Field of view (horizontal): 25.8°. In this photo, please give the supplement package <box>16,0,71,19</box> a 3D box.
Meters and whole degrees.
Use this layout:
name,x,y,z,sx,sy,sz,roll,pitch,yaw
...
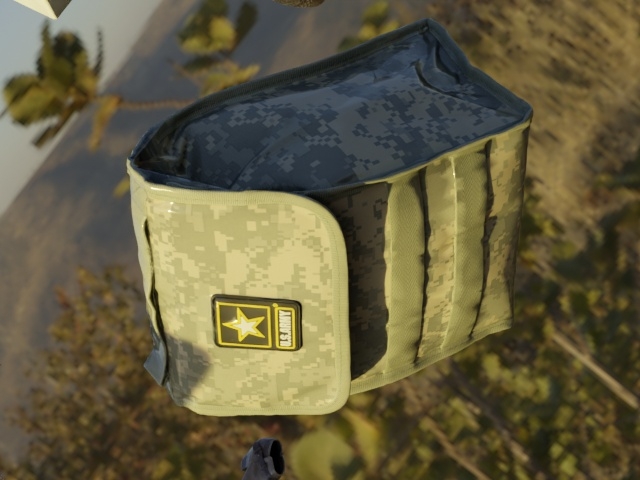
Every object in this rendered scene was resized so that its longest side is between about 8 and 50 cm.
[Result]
name,x,y,z,sx,sy,sz,roll,pitch,yaw
supplement package,-0.328,-0.437,1.591,0.262,0.199,0.198,-55,-25,-17

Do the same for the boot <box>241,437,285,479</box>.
name,x,y,z,sx,sy,sz,roll,pitch,yaw
boot,-0.081,0.340,1.986,0.087,0.042,0.118,-32,60,47

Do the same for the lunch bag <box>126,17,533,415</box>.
name,x,y,z,sx,sy,sz,roll,pitch,yaw
lunch bag,0.000,0.000,1.041,0.287,0.169,0.235,-22,-43,-20

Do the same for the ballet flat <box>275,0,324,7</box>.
name,x,y,z,sx,sy,sz,roll,pitch,yaw
ballet flat,-0.069,-0.300,1.444,0.067,0.206,0.073,-31,49,54

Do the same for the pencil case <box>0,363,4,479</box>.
name,x,y,z,sx,sy,sz,roll,pitch,yaw
pencil case,-0.529,0.260,1.980,0.410,0.183,0.160,-118,44,-57
